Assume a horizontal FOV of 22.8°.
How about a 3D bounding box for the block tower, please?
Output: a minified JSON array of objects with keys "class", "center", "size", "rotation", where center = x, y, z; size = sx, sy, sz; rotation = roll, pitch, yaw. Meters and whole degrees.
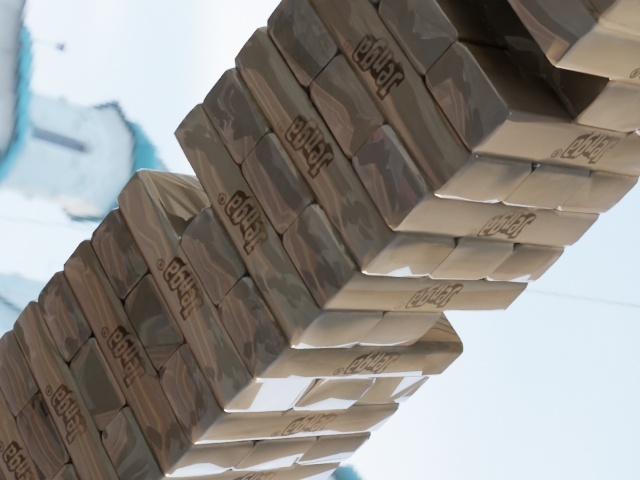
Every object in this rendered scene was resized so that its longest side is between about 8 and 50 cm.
[{"class":"block tower","center":[0.000,0.000,0.514],"size":[0.335,0.097,0.091],"rotation":[-48,-124,30]}]
